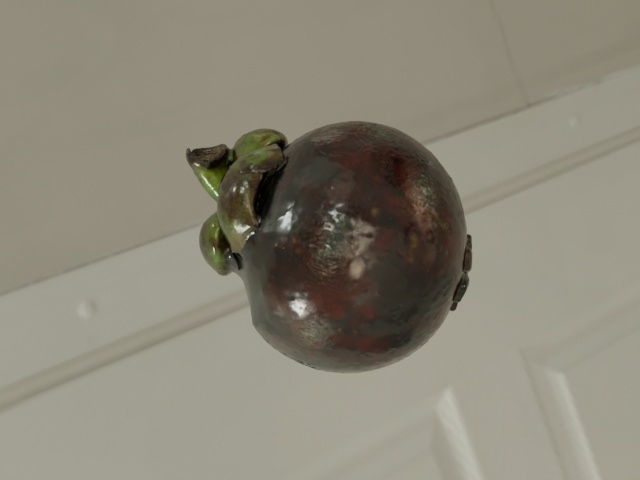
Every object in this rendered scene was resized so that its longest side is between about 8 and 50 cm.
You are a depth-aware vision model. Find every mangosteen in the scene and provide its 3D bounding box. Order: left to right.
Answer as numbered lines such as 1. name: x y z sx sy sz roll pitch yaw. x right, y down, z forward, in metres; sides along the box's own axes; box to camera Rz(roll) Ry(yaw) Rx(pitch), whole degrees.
1. mangosteen: 0.019 0.000 1.347 0.311 0.311 0.311 25 125 42
